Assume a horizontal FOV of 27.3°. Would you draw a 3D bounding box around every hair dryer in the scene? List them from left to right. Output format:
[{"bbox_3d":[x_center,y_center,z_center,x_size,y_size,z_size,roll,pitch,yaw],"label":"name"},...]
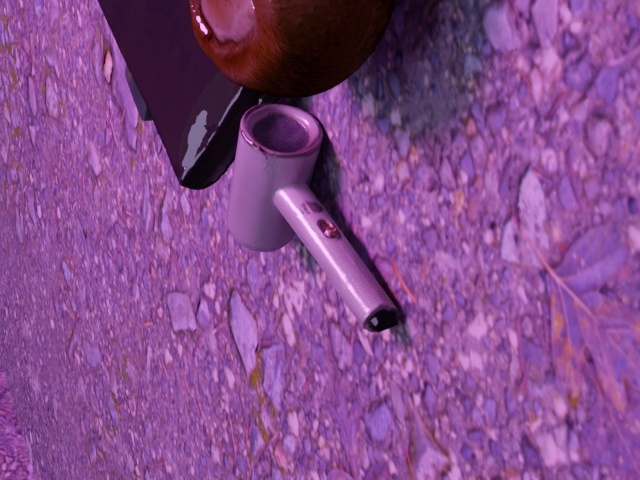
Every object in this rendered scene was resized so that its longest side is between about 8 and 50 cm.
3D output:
[{"bbox_3d":[0.000,0.000,1.152,0.236,0.073,0.131,50,145,32],"label":"hair dryer"}]

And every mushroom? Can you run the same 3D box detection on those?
[{"bbox_3d":[-0.027,-0.228,0.993,0.253,0.153,0.253,169,90,-74],"label":"mushroom"}]

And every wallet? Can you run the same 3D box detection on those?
[{"bbox_3d":[-0.140,-0.240,1.293,0.197,0.051,0.377,-53,47,29],"label":"wallet"}]

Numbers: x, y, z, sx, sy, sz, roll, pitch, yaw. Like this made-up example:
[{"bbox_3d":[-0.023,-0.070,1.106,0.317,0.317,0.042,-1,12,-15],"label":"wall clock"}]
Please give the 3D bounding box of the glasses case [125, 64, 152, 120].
[{"bbox_3d":[-0.173,-0.214,1.445,0.078,0.039,0.184,67,152,26],"label":"glasses case"}]
